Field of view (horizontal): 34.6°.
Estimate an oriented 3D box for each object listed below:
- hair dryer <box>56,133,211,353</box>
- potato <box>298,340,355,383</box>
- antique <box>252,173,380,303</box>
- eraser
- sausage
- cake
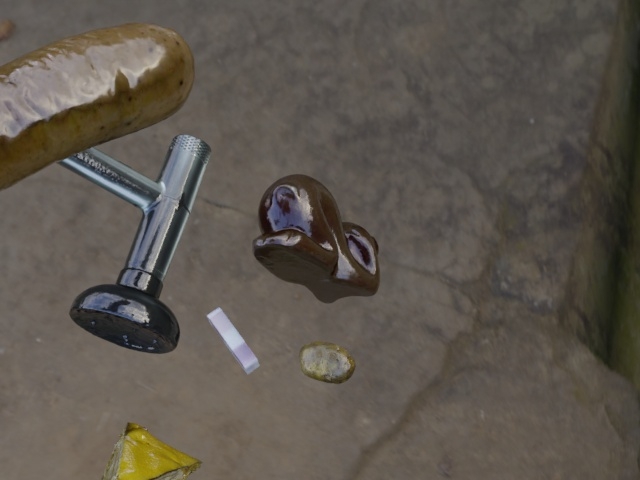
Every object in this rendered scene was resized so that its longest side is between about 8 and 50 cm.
[{"bbox_3d":[-0.314,-0.026,1.456,0.284,0.156,0.320,14,69,-17],"label":"hair dryer"},{"bbox_3d":[0.008,0.156,1.319,0.083,0.040,0.051,12,89,36],"label":"potato"},{"bbox_3d":[0.000,0.000,1.546,0.121,0.257,0.143,-15,55,37],"label":"antique"},{"bbox_3d":[-0.134,0.154,1.579,0.026,0.065,0.105,-35,76,-12],"label":"eraser"},{"bbox_3d":[-0.358,-0.113,1.120,0.501,0.136,0.123,-31,67,-22],"label":"sausage"},{"bbox_3d":[-0.197,0.283,1.168,0.116,0.185,0.080,31,94,-15],"label":"cake"}]
